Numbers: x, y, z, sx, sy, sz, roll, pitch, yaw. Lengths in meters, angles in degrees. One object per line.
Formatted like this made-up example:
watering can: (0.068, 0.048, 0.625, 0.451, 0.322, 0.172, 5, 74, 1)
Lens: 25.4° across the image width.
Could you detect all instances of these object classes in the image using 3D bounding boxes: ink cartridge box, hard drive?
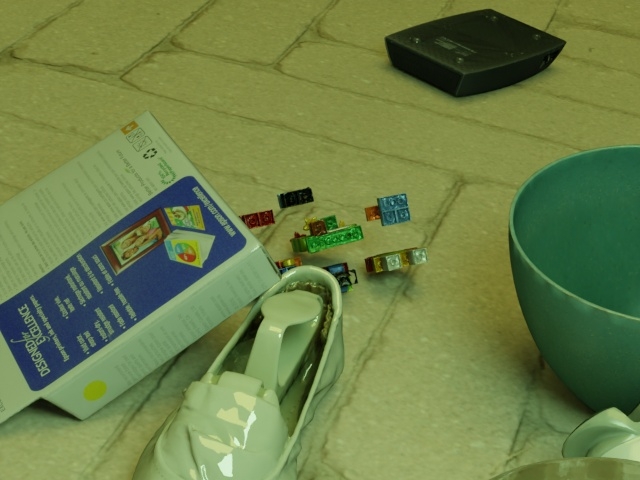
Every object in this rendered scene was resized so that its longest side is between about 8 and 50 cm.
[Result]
ink cartridge box: (-0.231, 0.034, 1.375, 0.307, 0.072, 0.303, -36, 41, -6)
hard drive: (0.231, -0.282, 2.124, 0.172, 0.054, 0.254, 31, 36, 34)

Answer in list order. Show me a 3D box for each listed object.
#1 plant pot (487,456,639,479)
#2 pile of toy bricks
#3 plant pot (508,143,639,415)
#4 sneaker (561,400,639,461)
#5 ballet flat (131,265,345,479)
plant pot: (0.161, 0.290, 0.814, 0.323, 0.280, 0.323, -1, 26, 0)
pile of toy bricks: (0.000, 0.000, 1.534, 0.212, 0.118, 0.105, -12, 2, -16)
plant pot: (0.319, 0.066, 1.367, 0.290, 0.195, 0.290, 0, 36, 0)
sneaker: (0.377, 0.211, 1.251, 0.330, 0.122, 0.146, -7, 51, -27)
ballet flat: (-0.064, 0.141, 1.219, 0.139, 0.139, 0.400, 14, 30, 10)
